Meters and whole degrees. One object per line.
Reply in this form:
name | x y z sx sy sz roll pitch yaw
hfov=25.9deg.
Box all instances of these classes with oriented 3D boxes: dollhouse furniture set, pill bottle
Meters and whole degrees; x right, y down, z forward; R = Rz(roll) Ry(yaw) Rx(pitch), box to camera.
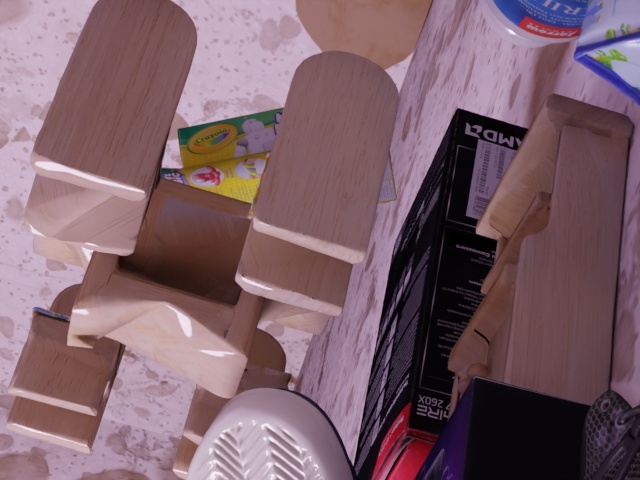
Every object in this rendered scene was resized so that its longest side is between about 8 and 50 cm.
dollhouse furniture set | 0.000 0.000 0.996 0.362 0.394 0.256 111 174 -54
pill bottle | 0.199 -0.232 1.129 0.221 0.124 0.124 120 166 -78

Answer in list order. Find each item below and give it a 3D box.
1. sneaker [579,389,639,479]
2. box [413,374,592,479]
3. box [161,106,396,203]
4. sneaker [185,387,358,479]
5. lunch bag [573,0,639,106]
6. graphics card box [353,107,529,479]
sneaker | 0.161 0.097 0.588 0.227 0.087 0.130 102 174 -55
box | 0.096 0.244 0.833 0.184 0.103 0.261 106 177 -50
box | -0.035 -0.055 1.076 0.105 0.179 0.043 77 -179 -58
sneaker | -0.002 0.229 1.001 0.148 0.131 0.350 -50 -38 -50
lunch bag | 0.220 -0.141 0.703 0.151 0.096 0.129 -12 57 52
graphics card box | 0.111 0.089 1.287 0.233 0.094 0.371 110 173 -51
